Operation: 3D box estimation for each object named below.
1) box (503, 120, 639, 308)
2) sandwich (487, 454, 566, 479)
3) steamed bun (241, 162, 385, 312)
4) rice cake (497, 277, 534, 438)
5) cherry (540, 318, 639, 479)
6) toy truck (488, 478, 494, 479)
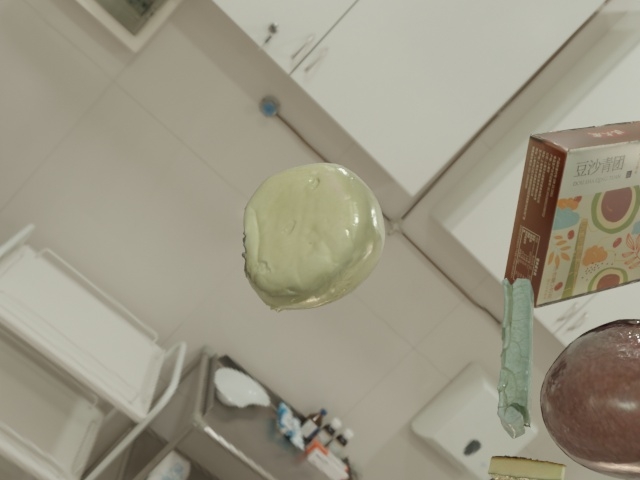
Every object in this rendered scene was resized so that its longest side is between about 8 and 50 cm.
[{"bbox_3d":[0.624,-0.062,1.559,0.344,0.386,0.122,-10,29,-24],"label":"box"},{"bbox_3d":[0.528,0.583,1.622,0.193,0.058,0.162,-11,-44,44],"label":"sandwich"},{"bbox_3d":[0.000,0.000,1.515,0.233,0.311,0.334,37,52,-58],"label":"steamed bun"},{"bbox_3d":[0.370,0.210,1.265,0.336,0.062,0.066,-73,147,-44],"label":"rice cake"},{"bbox_3d":[0.464,0.226,0.959,0.307,0.261,0.221,-17,-86,63],"label":"cherry"},{"bbox_3d":[0.602,0.780,1.902,0.124,0.155,0.268,61,-1,-35],"label":"toy truck"}]
